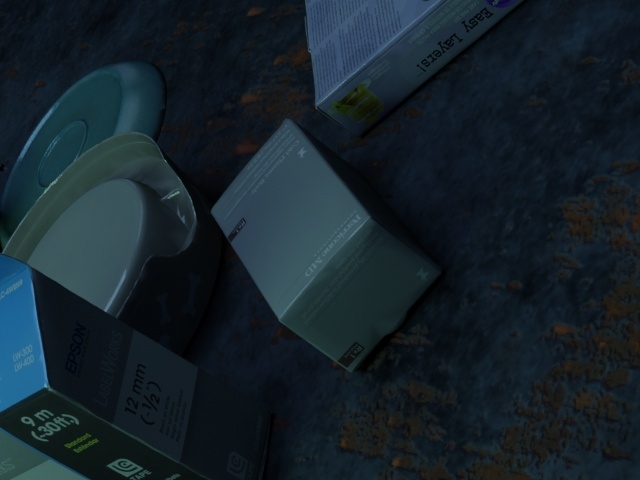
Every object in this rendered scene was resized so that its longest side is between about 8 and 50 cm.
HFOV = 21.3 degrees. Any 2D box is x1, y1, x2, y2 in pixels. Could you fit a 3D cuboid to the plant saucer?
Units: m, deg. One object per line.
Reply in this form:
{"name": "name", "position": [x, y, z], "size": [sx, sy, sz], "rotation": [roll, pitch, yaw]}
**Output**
{"name": "plant saucer", "position": [-0.311, -0.099, 2.136], "size": [0.317, 0.044, 0.317], "rotation": [-35, 37, 31]}

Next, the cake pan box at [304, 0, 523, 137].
{"name": "cake pan box", "position": [0.089, -0.268, 1.698], "size": [0.246, 0.070, 0.267], "rotation": [-38, 35, 25]}

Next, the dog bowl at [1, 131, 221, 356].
{"name": "dog bowl", "position": [-0.241, 0.058, 1.830], "size": [0.349, 0.102, 0.349], "rotation": [-36, 36, 32]}

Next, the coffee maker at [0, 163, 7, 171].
{"name": "coffee maker", "position": [-0.473, -0.043, 2.165], "size": [0.178, 0.120, 0.171], "rotation": [104, 170, -77]}

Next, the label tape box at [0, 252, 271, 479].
{"name": "label tape box", "position": [-0.255, 0.157, 1.513], "size": [0.249, 0.347, 0.115], "rotation": [-29, 40, 39]}

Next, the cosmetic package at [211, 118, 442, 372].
{"name": "cosmetic package", "position": [0.000, 0.000, 1.540], "size": [0.127, 0.107, 0.238], "rotation": [-50, 28, 6]}
